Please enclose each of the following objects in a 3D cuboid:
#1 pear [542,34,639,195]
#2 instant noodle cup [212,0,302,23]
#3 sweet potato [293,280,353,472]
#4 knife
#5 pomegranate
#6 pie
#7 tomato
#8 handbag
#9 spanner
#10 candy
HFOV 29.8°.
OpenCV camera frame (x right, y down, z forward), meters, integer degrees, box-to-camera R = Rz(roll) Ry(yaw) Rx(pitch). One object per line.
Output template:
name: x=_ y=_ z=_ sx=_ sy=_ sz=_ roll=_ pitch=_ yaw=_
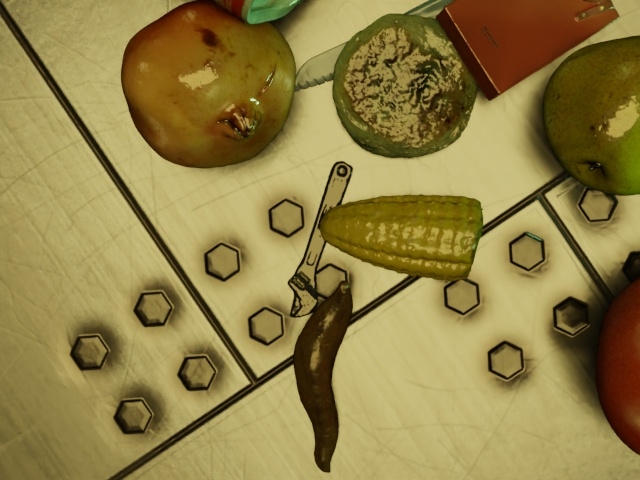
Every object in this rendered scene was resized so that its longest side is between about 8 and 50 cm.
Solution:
pear: x=0.360 y=-0.147 z=1.427 sx=0.198 sy=0.198 sz=0.198 roll=0 pitch=92 yaw=2
instant noodle cup: x=-0.130 y=-0.416 z=1.367 sx=0.308 sy=0.294 sz=0.294 roll=37 pitch=92 yaw=6
sweet potato: x=-0.003 y=0.169 z=1.506 sx=0.069 sy=0.059 sz=0.249 roll=4 pitch=96 yaw=-11
knife: x=0.104 y=-0.263 z=1.511 sx=0.313 sy=0.019 sz=0.044 roll=-24 pitch=93 yaw=4
pomegranate: x=-0.136 y=-0.182 z=1.428 sx=0.209 sy=0.209 sz=0.209 roll=0 pitch=92 yaw=2
pie: x=0.106 y=-0.191 z=1.491 sx=0.187 sy=0.041 sz=0.187 roll=0 pitch=96 yaw=-1
tomato: x=0.438 y=0.146 z=1.393 sx=0.224 sy=0.256 sz=0.256 roll=-2 pitch=92 yaw=29
handbag: x=0.254 y=-0.273 z=1.464 sx=0.190 sy=0.063 sz=0.127 roll=-32 pitch=91 yaw=-10
spanner: x=0.000 y=0.000 z=1.522 sx=0.046 sy=0.012 sz=0.208 roll=19 pitch=91 yaw=1
candy: x=0.098 y=-0.008 z=1.479 sx=0.199 sy=0.094 sz=0.106 roll=6 pitch=57 yaw=7
